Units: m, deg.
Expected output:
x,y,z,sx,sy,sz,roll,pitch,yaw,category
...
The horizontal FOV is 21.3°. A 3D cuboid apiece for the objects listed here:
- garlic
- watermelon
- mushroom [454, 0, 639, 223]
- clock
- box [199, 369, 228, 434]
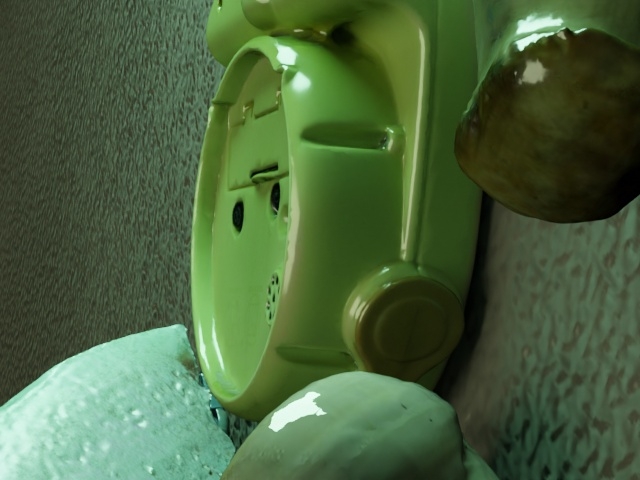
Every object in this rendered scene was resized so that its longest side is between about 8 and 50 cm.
x,y,z,sx,sy,sz,roll,pitch,yaw,category
0.027,0.167,0.721,0.143,0.178,0.229,28,135,37,garlic
-0.123,0.233,1.038,0.320,0.214,0.289,-50,-35,-64,watermelon
0.100,-0.168,0.654,0.107,0.087,0.333,145,131,-61,mushroom
0.000,0.000,0.884,0.235,0.096,0.308,170,103,-70,clock
-0.106,0.143,1.219,0.074,0.054,0.099,-111,32,-49,box
